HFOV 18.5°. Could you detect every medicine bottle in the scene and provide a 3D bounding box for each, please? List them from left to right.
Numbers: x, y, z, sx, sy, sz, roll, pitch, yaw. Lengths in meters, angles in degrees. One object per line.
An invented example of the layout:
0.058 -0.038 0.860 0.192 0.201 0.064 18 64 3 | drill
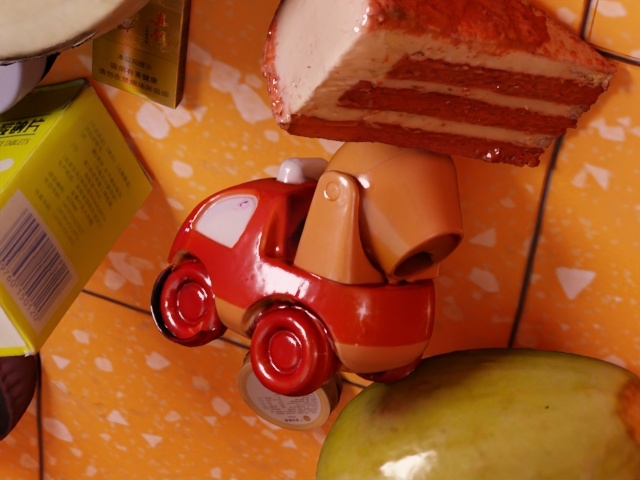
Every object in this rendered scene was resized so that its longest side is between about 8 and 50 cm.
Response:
-0.282 -0.019 1.786 0.137 0.250 0.141 -8 124 36 | medicine bottle

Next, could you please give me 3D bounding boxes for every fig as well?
0.165 0.217 1.780 0.326 0.258 0.258 -20 121 24 | fig

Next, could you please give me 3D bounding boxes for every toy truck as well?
0.000 0.000 1.710 0.265 0.189 0.239 22 104 35 | toy truck

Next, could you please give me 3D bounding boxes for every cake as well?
0.089 -0.129 1.544 0.262 0.159 0.158 33 135 -8 | cake

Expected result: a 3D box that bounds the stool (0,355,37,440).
-0.459 0.158 2.103 0.272 0.178 0.272 14 135 14 | stool

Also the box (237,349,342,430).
-0.031 0.145 1.968 0.106 0.037 0.105 15 136 15 | box

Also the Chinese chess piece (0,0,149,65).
-0.254 -0.305 1.492 0.349 0.146 0.349 3 118 6 | Chinese chess piece

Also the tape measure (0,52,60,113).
-0.321 -0.198 1.737 0.181 0.107 0.182 29 136 9 | tape measure

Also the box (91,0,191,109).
-0.157 -0.189 1.717 0.089 0.022 0.156 20 138 8 | box
